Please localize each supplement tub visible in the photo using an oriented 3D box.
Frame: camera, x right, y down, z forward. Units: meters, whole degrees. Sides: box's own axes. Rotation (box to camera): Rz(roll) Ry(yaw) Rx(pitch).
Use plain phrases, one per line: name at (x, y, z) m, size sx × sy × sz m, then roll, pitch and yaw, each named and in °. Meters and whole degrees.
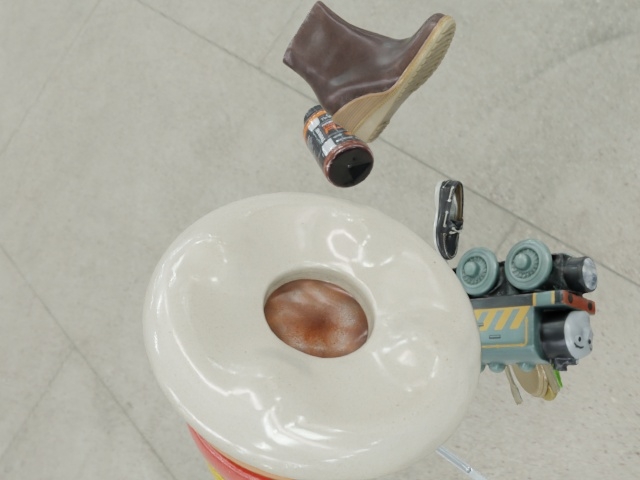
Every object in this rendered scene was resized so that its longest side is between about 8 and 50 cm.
supplement tub at (0.027, -0.200, 1.425) m, size 0.106 × 0.106 × 0.198 m, roll -43°, pitch 43°, yaw 13°

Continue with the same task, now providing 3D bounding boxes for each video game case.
video game case at (0.298, 0.527, 1.787) m, size 0.285 × 0.204 × 0.025 m, roll 36°, pitch 82°, yaw 0°

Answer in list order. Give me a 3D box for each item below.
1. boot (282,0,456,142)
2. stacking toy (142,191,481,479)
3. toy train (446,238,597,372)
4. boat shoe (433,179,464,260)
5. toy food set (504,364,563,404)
boot at (0.061, -0.289, 1.048) m, size 0.207 × 0.090 × 0.248 m, roll 48°, pitch 130°, yaw 8°
stacking toy at (-0.042, 0.209, 0.862) m, size 0.350 × 0.350 × 0.480 m, roll 59°, pitch 149°, yaw 33°
toy train at (0.270, 0.112, 1.093) m, size 0.334 × 0.142 × 0.190 m, roll -11°, pitch 69°, yaw 45°
boat shoe at (0.201, -0.031, 1.076) m, size 0.038 × 0.046 × 0.125 m, roll 3°, pitch 94°, yaw 46°
toy food set at (0.360, 0.207, 1.185) m, size 0.038 × 0.192 × 0.132 m, roll -13°, pitch 73°, yaw -9°
